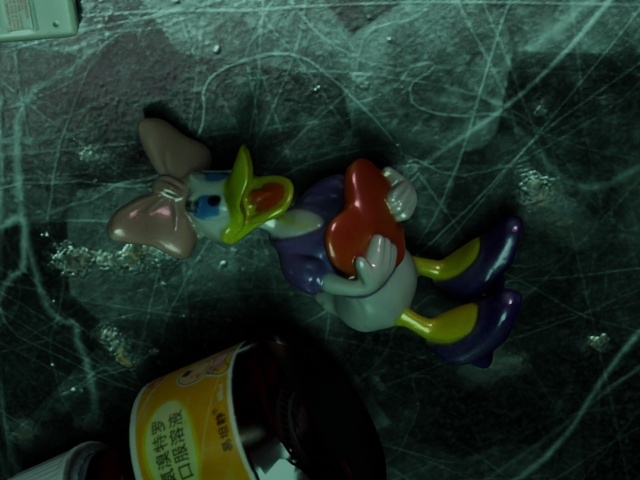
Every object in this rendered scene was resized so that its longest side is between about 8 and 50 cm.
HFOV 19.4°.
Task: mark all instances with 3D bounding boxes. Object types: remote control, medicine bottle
[{"bbox_3d":[-0.334,-0.234,1.824,0.190,0.029,0.087,-5,117,3],"label":"remote control"},{"bbox_3d":[-0.149,0.270,1.966,0.395,0.242,0.242,-29,113,21],"label":"medicine bottle"}]

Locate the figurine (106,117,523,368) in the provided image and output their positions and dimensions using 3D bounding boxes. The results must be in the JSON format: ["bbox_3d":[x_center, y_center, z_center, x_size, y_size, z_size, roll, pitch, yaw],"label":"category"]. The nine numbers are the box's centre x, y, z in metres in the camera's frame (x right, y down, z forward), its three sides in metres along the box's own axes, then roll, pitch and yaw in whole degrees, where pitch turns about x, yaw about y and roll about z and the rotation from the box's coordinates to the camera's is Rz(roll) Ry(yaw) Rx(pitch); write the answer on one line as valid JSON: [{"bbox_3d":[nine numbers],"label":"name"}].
[{"bbox_3d":[0.006,0.000,1.882,0.421,0.154,0.193,26,149,-21],"label":"figurine"}]
